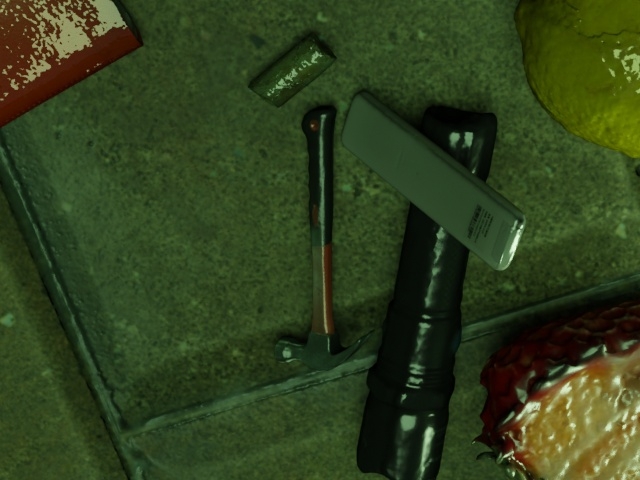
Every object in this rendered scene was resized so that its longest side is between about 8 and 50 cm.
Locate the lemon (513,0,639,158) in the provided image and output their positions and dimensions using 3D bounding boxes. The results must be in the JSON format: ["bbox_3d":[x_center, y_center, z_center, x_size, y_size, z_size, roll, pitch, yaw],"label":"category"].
[{"bbox_3d":[0.313,-0.182,1.700,0.260,0.204,0.204,14,110,5],"label":"lemon"}]

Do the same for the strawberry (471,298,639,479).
[{"bbox_3d":[0.286,0.150,1.854,0.253,0.150,0.280,18,109,-26],"label":"strawberry"}]

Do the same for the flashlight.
[{"bbox_3d":[0.117,0.059,1.851,0.103,0.103,0.423,10,109,-1],"label":"flashlight"}]

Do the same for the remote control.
[{"bbox_3d":[0.111,-0.063,1.749,0.029,0.261,0.067,-8,127,-40],"label":"remote control"}]

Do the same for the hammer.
[{"bbox_3d":[0.000,0.000,1.852,0.111,0.033,0.287,7,108,30],"label":"hammer"}]

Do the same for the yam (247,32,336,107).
[{"bbox_3d":[-0.030,-0.171,1.797,0.094,0.043,0.043,-39,104,15],"label":"yam"}]

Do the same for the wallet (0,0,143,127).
[{"bbox_3d":[-0.301,-0.212,1.793,0.204,0.045,0.142,-29,104,11],"label":"wallet"}]
